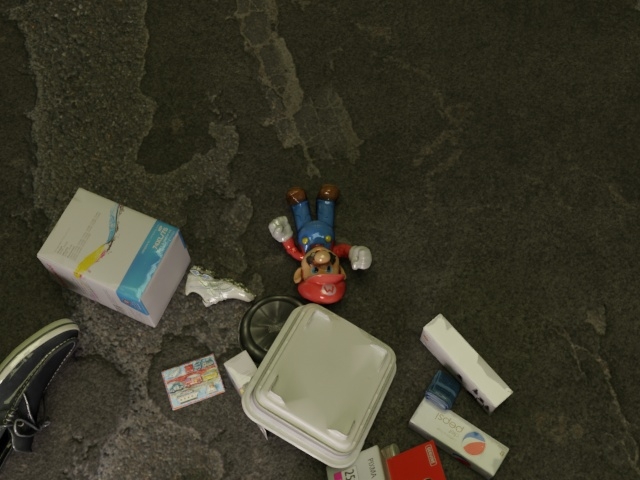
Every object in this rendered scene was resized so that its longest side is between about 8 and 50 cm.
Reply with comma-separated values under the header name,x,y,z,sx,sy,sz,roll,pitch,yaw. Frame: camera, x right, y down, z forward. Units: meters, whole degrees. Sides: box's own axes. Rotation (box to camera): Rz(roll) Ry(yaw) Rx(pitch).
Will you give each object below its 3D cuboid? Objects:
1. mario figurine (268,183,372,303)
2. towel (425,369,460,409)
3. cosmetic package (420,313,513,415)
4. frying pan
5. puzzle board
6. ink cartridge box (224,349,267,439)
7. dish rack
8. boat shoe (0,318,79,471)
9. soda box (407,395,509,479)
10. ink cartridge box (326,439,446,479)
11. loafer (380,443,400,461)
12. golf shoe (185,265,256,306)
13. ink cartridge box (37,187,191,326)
name,x,y,z,sx,sy,sz,roll,pitch,yaw
mario figurine,0.000,0.000,2.013,0.198,0.170,0.321,-26,55,26
towel,0.278,0.339,1.901,0.067,0.119,0.029,32,112,11
cosmetic package,0.330,0.285,1.929,0.060,0.099,0.239,-37,70,-15
frying pan,-0.107,0.269,1.964,0.197,0.053,0.326,4,63,6
puzzle board,-0.296,0.328,1.958,0.128,0.011,0.096,-19,67,-8
ink cartridge box,-0.144,0.349,1.897,0.061,0.104,0.181,-30,70,-13
dish rack,0.013,0.303,1.870,0.285,0.072,0.333,30,51,2
boat shoe,-0.679,0.395,1.842,0.156,0.187,0.500,33,75,8
soda box,0.305,0.440,1.876,0.216,0.069,0.074,32,70,14
ink cartridge box,0.144,0.536,1.728,0.238,0.060,0.275,-26,32,9
loafer,0.164,0.516,1.862,0.039,0.045,0.125,-25,61,26
golf shoe,-0.243,0.126,2.030,0.176,0.069,0.086,20,88,12
ink cartridge box,-0.480,0.042,1.984,0.270,0.198,0.197,22,68,9
